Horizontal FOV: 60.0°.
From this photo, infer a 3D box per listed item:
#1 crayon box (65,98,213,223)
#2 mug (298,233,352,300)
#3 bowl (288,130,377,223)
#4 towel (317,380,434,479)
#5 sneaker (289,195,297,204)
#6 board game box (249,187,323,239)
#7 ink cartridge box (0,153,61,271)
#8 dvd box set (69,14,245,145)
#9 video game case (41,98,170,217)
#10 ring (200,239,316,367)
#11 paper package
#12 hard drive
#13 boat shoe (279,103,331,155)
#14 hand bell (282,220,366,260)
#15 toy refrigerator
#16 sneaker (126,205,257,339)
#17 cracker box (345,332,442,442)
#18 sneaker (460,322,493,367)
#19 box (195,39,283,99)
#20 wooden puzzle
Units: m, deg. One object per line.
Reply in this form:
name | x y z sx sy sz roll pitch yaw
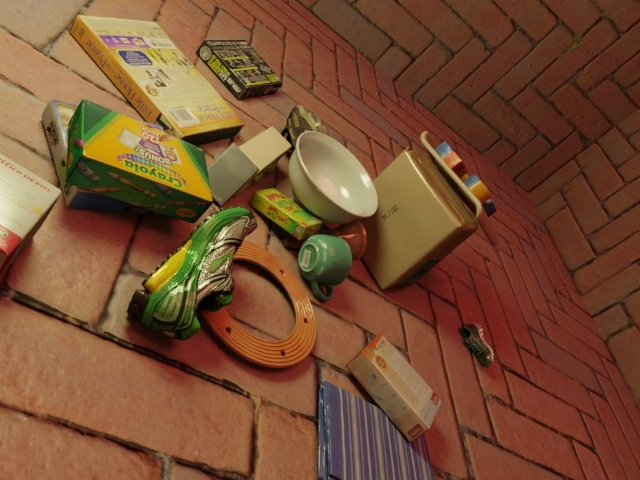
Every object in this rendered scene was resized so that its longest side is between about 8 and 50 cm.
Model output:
crayon box | -0.365 -0.155 1.131 0.278 0.081 0.165 20 40 -40
mug | 0.007 0.060 1.430 0.097 0.129 0.158 11 46 -42
bowl | 0.012 -0.153 1.565 0.297 0.134 0.298 30 38 -27
towel | 0.124 0.468 1.203 0.336 0.040 0.243 35 30 -24
sneaker | -0.041 -0.124 1.656 0.054 0.061 0.152 51 29 10
board game box | -0.093 -0.074 1.488 0.181 0.043 0.092 35 26 20
ink cartridge box | -0.519 -0.029 0.860 0.128 0.127 0.176 35 32 -19
dvd box set | -0.432 -0.438 1.524 0.420 0.062 0.307 48 30 3
video game case | -0.435 -0.169 1.200 0.269 0.061 0.244 5 52 -50
ring | -0.146 0.137 1.242 0.336 0.032 0.337 32 32 -24
paper package | 0.265 -0.057 1.702 0.168 0.325 0.310 3 50 -52
hard drive | -0.234 -0.165 1.394 0.094 0.135 0.022 45 -3 -3
boat shoe | -0.074 -0.347 1.772 0.132 0.130 0.355 58 -2 -19
hand bell | 0.000 0.000 1.543 0.241 0.126 0.126 -2 55 -39
toy refrigerator | -0.181 -0.223 1.552 0.094 0.102 0.269 44 29 -5
sneaker | -0.222 0.062 1.098 0.146 0.134 0.344 38 49 -4
cracker box | 0.182 0.351 1.347 0.232 0.067 0.155 48 22 10
sneaker | 0.509 0.345 1.825 0.076 0.065 0.167 9 42 -25
box | -0.273 -0.596 1.917 0.216 0.060 0.270 49 30 1
wooden puzzle | 0.469 -0.173 1.782 0.322 0.080 0.348 34 24 -59
